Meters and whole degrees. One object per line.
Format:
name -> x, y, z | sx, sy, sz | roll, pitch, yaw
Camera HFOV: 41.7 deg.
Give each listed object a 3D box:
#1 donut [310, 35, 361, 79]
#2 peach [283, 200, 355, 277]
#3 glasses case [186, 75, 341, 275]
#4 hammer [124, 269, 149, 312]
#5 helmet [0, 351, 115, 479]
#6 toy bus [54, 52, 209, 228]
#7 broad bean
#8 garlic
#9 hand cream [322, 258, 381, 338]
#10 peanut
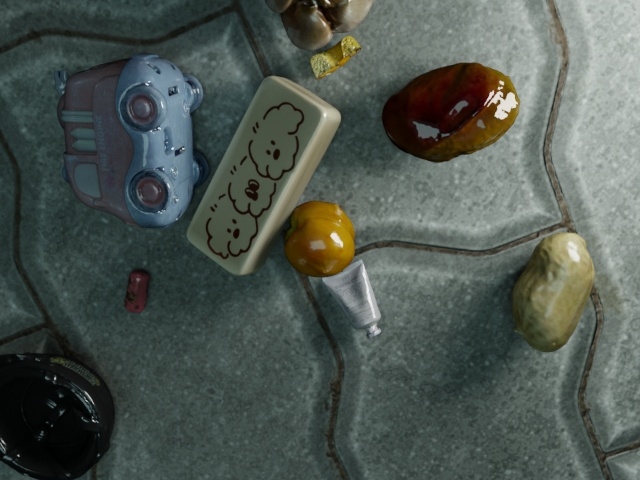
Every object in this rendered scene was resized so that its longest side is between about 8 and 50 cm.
donut -> 0.025, -0.314, 1.426 | 0.083, 0.067, 0.037 | -34, 86, 46
peach -> 0.000, 0.000, 1.492 | 0.138, 0.138, 0.138 | 1, 108, 2
glasses case -> -0.102, -0.109, 1.462 | 0.144, 0.076, 0.336 | 34, 107, 20
hammer -> -0.347, 0.096, 1.583 | 0.043, 0.043, 0.083 | 12, 109, -2
helmet -> -0.510, 0.314, 1.596 | 0.279, 0.160, 0.230 | 34, 107, 4
toy bus -> -0.332, -0.168, 1.427 | 0.232, 0.197, 0.294 | 2, 109, 12
broad bean -> 0.219, -0.216, 1.420 | 0.229, 0.122, 0.156 | -17, 81, 1
garlic -> 0.016, -0.410, 1.352 | 0.214, 0.191, 0.160 | -28, 130, -1
hand cream -> 0.071, 0.116, 1.574 | 0.084, 0.053, 0.142 | -27, 90, 9
peanut -> 0.413, 0.090, 1.507 | 0.129, 0.129, 0.224 | 15, 101, -3
